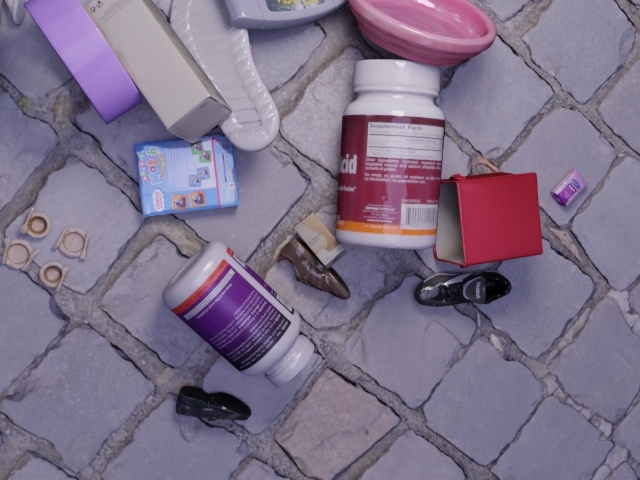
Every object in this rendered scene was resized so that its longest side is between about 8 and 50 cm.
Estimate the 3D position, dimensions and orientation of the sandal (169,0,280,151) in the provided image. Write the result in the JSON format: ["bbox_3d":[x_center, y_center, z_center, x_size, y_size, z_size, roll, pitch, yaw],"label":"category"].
[{"bbox_3d":[-0.206,-0.374,1.879,0.169,0.102,0.416,-20,82,8],"label":"sandal"}]

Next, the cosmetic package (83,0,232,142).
[{"bbox_3d":[-0.324,-0.359,1.766,0.113,0.160,0.309,-36,79,7],"label":"cosmetic package"}]

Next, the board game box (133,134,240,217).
[{"bbox_3d":[-0.289,-0.142,1.912,0.212,0.039,0.160,-7,96,-13],"label":"board game box"}]

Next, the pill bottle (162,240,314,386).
[{"bbox_3d":[-0.170,0.165,1.893,0.323,0.181,0.181,45,85,-12],"label":"pill bottle"}]

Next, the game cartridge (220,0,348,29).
[{"bbox_3d":[-0.081,-0.549,1.861,0.294,0.060,0.196,-19,88,-27],"label":"game cartridge"}]

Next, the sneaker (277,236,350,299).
[{"bbox_3d":[-0.015,0.077,1.990,0.071,0.066,0.188,-44,98,11],"label":"sneaker"}]

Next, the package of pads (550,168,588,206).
[{"bbox_3d":[0.598,-0.127,2.117,0.050,0.032,0.083,45,85,-10],"label":"package of pads"}]

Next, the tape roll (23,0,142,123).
[{"bbox_3d":[-0.465,-0.366,1.731,0.090,0.275,0.274,-35,101,-7],"label":"tape roll"}]

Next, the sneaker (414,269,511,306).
[{"bbox_3d":[0.337,0.112,2.041,0.234,0.106,0.078,-6,95,-12],"label":"sneaker"}]

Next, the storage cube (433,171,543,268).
[{"bbox_3d":[0.371,-0.052,1.995,0.193,0.184,0.215,-8,96,-13],"label":"storage cube"}]

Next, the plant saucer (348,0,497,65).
[{"bbox_3d":[0.208,-0.468,1.880,0.332,0.332,0.084,10,125,-13],"label":"plant saucer"}]

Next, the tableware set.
[{"bbox_3d":[-0.584,0.018,1.870,0.169,0.020,0.141,28,89,-14],"label":"tableware set"}]

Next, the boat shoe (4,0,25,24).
[{"bbox_3d":[-0.632,-0.495,1.810,0.035,0.035,0.100,3,99,14],"label":"boat shoe"}]

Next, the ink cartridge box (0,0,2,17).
[{"bbox_3d":[-0.781,-0.412,1.712,0.286,0.166,0.394,7,94,-14],"label":"ink cartridge box"}]

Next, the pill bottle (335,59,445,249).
[{"bbox_3d":[0.153,-0.185,1.914,0.224,0.224,0.392,3,94,-13],"label":"pill bottle"}]

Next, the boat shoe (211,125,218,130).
[{"bbox_3d":[-0.202,-0.290,1.918,0.133,0.042,0.049,-42,100,-8],"label":"boat shoe"}]

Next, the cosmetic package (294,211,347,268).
[{"bbox_3d":[0.000,0.000,1.960,0.060,0.041,0.115,-42,72,0],"label":"cosmetic package"}]

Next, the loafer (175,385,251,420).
[{"bbox_3d":[-0.240,0.375,1.966,0.170,0.062,0.061,18,113,-10],"label":"loafer"}]
